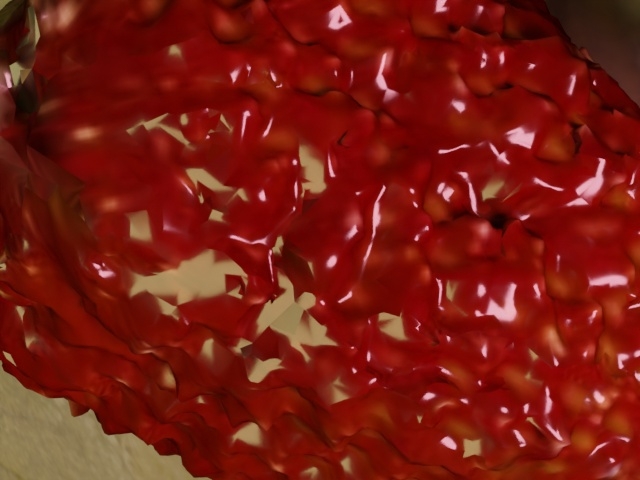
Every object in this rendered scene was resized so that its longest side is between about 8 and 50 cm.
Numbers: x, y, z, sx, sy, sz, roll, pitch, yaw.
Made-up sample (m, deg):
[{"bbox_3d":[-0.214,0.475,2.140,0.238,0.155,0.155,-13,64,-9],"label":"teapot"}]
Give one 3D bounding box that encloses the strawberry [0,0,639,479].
[{"bbox_3d":[0.000,0.000,0.650,0.343,0.292,0.292,46,140,3],"label":"strawberry"}]
